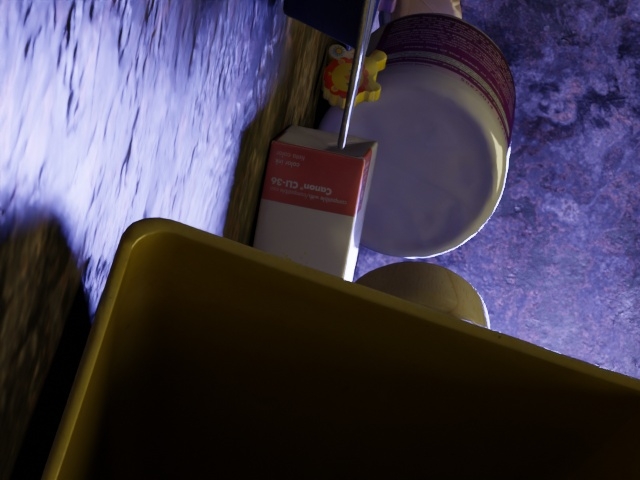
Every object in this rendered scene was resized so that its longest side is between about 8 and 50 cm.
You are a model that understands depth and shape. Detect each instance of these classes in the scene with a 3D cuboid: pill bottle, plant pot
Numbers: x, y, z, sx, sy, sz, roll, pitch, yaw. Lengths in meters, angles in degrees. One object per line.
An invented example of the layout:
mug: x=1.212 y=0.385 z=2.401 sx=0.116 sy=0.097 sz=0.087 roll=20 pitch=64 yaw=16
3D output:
pill bottle: x=0.094 y=-0.112 z=1.454 sx=0.301 sy=0.169 sz=0.169 roll=-68 pitch=170 yaw=-66
plant pot: x=-0.012 y=0.152 z=0.582 sx=0.187 sy=0.212 sz=0.212 roll=118 pitch=-11 yaw=-57

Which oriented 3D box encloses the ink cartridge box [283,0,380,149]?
ink cartridge box: x=0.030 y=-0.257 z=0.805 sx=0.303 sy=0.072 sz=0.307 roll=99 pitch=7 yaw=-57

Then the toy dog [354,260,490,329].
toy dog: x=-0.039 y=0.152 z=0.814 sx=0.220 sy=0.161 sz=0.333 roll=-95 pitch=-150 yaw=-76

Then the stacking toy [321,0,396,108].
stacking toy: x=0.044 y=-0.237 z=1.240 sx=0.167 sy=0.052 sz=0.221 roll=98 pitch=4 yaw=-63

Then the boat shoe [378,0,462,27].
boat shoe: x=0.100 y=-0.281 z=1.624 sx=0.092 sy=0.103 sz=0.285 roll=-131 pitch=-142 yaw=-64

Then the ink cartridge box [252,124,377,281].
ink cartridge box: x=-0.014 y=0.028 z=1.084 sx=0.115 sy=0.067 sz=0.198 roll=-57 pitch=158 yaw=-79
